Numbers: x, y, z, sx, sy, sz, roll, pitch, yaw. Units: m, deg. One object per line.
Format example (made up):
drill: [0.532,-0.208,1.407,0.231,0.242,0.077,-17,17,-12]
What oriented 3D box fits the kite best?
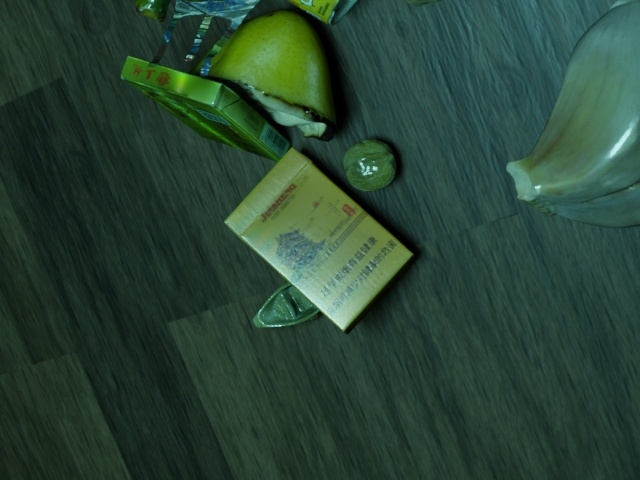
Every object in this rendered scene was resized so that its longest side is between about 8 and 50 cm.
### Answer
kite: [-0.184,-0.355,1.979,0.169,0.310,0.015,9,135,19]

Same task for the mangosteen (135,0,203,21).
mangosteen: [-0.185,-0.516,1.900,0.297,0.297,0.313,-36,47,33]

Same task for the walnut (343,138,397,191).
walnut: [0.080,-0.122,2.032,0.092,0.092,0.092,10,111,26]

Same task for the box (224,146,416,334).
box: [0.000,0.000,2.075,0.274,0.076,0.174,42,87,11]

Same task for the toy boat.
toy boat: [-0.037,0.103,2.179,0.185,0.071,0.089,-28,93,34]

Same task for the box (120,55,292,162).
box: [-0.176,-0.207,2.024,0.173,0.311,0.043,19,84,23]

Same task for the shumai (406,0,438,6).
shumai: [0.196,-0.493,1.725,0.314,0.267,0.262,-30,93,27]

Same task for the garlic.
garlic: [0.442,-0.181,1.774,0.246,0.231,0.339,10,82,55]

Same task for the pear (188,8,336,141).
pear: [-0.077,-0.284,2.016,0.267,0.267,0.178,19,89,23]

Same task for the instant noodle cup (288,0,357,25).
instant noodle cup: [0.001,-0.426,1.922,0.144,0.182,0.182,38,121,3]
